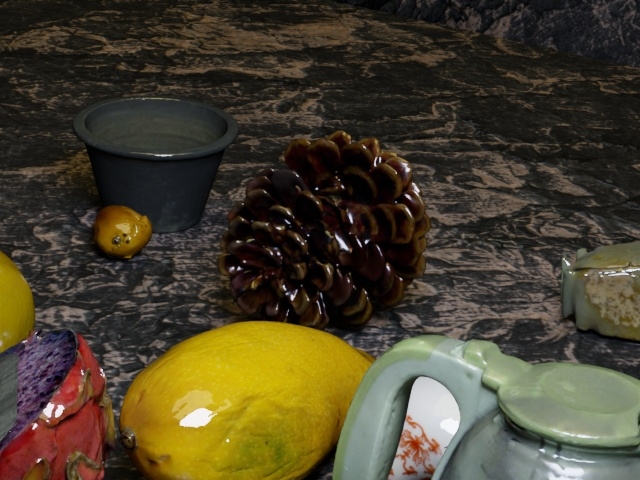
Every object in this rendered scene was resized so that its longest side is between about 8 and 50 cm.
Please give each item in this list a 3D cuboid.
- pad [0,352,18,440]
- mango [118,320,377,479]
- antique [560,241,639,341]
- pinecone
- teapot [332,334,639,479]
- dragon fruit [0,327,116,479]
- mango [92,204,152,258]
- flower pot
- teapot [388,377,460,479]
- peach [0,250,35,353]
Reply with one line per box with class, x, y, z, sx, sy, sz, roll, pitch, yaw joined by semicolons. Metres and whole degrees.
pad;-0.397;0.147;1.347;0.250;0.055;0.323;-34;43;5
mango;-0.063;0.165;1.464;0.187;0.144;0.359;38;27;22
antique;0.453;0.066;1.874;0.284;0.150;0.125;1;17;10
pinecone;-0.001;-0.003;1.776;0.246;0.246;0.292;17;27;27
teapot;0.189;0.210;1.282;0.239;0.239;0.321;-6;23;-30
dragon fruit;-0.265;0.203;1.329;0.224;0.148;0.218;-47;26;-19
mango;-0.269;-0.012;1.959;0.077;0.063;0.127;-6;19;-16
flower pot;-0.238;-0.102;2.074;0.235;0.148;0.235;5;25;-2
teapot;0.155;0.192;1.508;0.245;0.116;0.159;3;24;-40
peach;-0.432;0.084;1.569;0.251;0.153;0.251;-1;19;1
